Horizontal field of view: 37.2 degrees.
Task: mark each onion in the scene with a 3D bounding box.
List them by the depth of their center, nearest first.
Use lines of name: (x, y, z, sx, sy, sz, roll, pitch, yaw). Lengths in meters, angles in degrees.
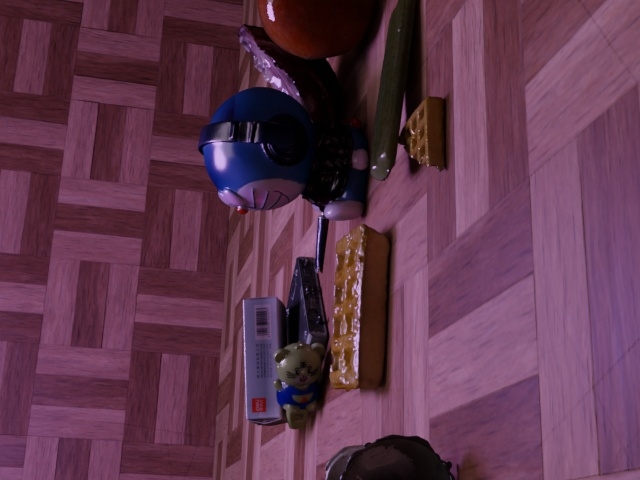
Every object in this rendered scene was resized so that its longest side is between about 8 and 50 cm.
onion: (-0.026, -0.322, 1.970, 0.314, 0.146, 0.280, 61, 173, -32)

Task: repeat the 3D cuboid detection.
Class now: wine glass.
wine glass: (0.076, 0.332, 1.256, 0.232, 0.156, 0.156, 126, 148, -75)

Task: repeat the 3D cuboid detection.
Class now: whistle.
whistle: (-0.046, 0.293, 1.913, 0.085, 0.105, 0.227, -118, 26, -55)

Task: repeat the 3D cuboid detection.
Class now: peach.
peach: (-0.016, -0.476, 1.821, 0.252, 0.252, 0.252, -174, 90, -78)

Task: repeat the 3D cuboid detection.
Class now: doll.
doll: (-0.073, -0.158, 1.773, 0.284, 0.310, 0.240, 157, 120, -76)

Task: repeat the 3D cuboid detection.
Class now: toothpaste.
toothpaste: (0.000, 0.000, 2.035, 0.037, 0.021, 0.140, -116, 31, -80)

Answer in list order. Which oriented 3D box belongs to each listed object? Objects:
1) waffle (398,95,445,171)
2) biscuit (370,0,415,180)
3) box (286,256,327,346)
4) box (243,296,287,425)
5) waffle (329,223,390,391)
waffle: (0.145, -0.129, 1.428, 0.191, 0.032, 0.125, 123, 148, -70)
biscuit: (0.115, -0.246, 1.518, 0.099, 0.038, 0.322, 116, 165, -68)
box: (-0.036, 0.182, 2.055, 0.270, 0.045, 0.211, -100, 19, -52)
box: (-0.115, 0.262, 2.044, 0.135, 0.079, 0.269, 65, -158, -74)
waffle: (0.065, 0.118, 1.594, 0.168, 0.057, 0.274, 142, 133, -73)
